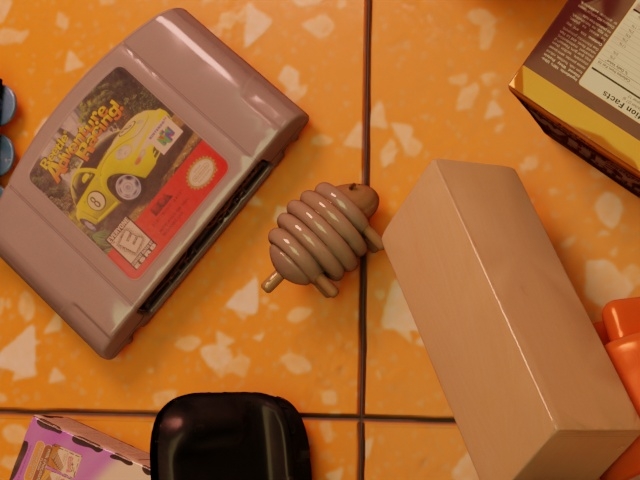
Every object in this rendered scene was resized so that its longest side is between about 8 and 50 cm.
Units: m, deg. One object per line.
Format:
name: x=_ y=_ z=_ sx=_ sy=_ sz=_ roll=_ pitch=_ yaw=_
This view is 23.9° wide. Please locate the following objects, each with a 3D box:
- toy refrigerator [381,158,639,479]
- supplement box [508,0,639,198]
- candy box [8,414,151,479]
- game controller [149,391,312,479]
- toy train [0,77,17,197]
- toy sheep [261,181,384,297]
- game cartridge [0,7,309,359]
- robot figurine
toy refrigerator: x=0.148 y=0.068 z=1.202 sx=0.102 sy=0.094 sz=0.269 roll=-59 pitch=40 yaw=39
supplement box: x=0.270 y=-0.146 z=1.201 sx=0.129 sy=0.191 sz=0.194 roll=37 pitch=94 yaw=18
candy box: x=-0.192 y=0.269 z=1.360 sx=0.196 sy=0.070 sz=0.165 roll=21 pitch=89 yaw=20
game controller: x=-0.069 y=0.286 z=1.272 sx=0.067 sy=0.166 sz=0.319 roll=-15 pitch=76 yaw=51
toy train: x=-0.353 y=-0.085 z=1.457 sx=0.105 sy=0.080 sz=0.184 roll=1 pitch=86 yaw=27
toy sheep: x=0.000 y=0.000 z=1.326 sx=0.091 sy=0.091 sz=0.132 roll=42 pitch=78 yaw=18
game cartridge: x=-0.172 y=-0.062 z=1.407 sx=0.196 sy=0.060 sz=0.294 roll=42 pitch=96 yaw=22
robot figurine: x=0.274 y=0.153 z=1.185 sx=0.158 sy=0.128 sz=0.219 roll=-31 pitch=58 yaw=32
